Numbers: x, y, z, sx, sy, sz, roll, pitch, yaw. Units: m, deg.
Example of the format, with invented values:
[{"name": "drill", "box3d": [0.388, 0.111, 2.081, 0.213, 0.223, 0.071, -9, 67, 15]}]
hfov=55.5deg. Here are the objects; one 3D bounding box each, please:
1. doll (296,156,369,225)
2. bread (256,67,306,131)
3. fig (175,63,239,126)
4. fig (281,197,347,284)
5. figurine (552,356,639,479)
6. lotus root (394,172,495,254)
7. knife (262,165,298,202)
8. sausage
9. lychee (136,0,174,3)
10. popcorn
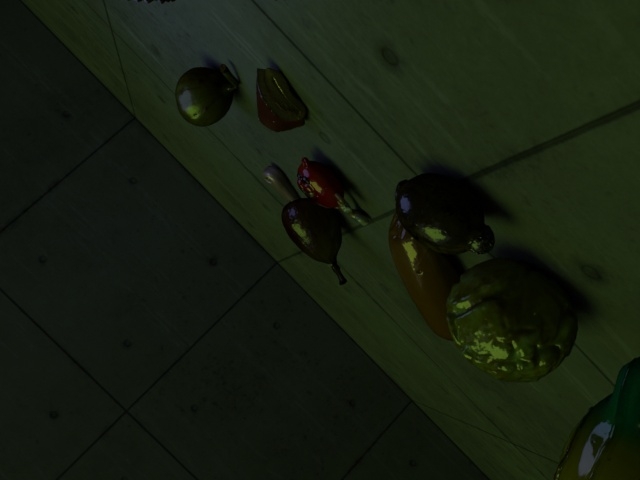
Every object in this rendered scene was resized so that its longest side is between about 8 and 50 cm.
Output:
[{"name": "doll", "box3d": [0.015, -0.117, 1.464, 0.183, 0.085, 0.217, 36, 173, 40]}, {"name": "bread", "box3d": [-0.090, -0.283, 1.299, 0.119, 0.067, 0.192, 43, 167, 10]}, {"name": "fig", "box3d": [-0.271, -0.371, 1.516, 0.142, 0.186, 0.147, -78, -30, -50]}, {"name": "fig", "box3d": [0.002, -0.001, 1.683, 0.274, 0.146, 0.170, 60, 167, 0]}, {"name": "figurine", "box3d": [0.458, 0.295, 0.787, 0.323, 0.340, 0.231, 48, 167, -18]}, {"name": "lotus root", "box3d": [0.204, -0.043, 1.019, 0.209, 0.120, 0.120, 38, 166, 38]}, {"name": "knife", "box3d": [-0.053, -0.104, 1.851, 0.336, 0.043, 0.081, 45, 162, -31]}, {"name": "sausage", "box3d": [0.234, 0.072, 1.316, 0.354, 0.116, 0.134, 56, 173, -28]}, {"name": "lychee", "box3d": [-0.249, -0.444, 0.819, 0.264, 0.264, 0.300, 80, 178, -68]}, {"name": "popcorn", "box3d": [0.323, 0.137, 1.052, 0.221, 0.204, 0.183, 54, 174, 34]}]
